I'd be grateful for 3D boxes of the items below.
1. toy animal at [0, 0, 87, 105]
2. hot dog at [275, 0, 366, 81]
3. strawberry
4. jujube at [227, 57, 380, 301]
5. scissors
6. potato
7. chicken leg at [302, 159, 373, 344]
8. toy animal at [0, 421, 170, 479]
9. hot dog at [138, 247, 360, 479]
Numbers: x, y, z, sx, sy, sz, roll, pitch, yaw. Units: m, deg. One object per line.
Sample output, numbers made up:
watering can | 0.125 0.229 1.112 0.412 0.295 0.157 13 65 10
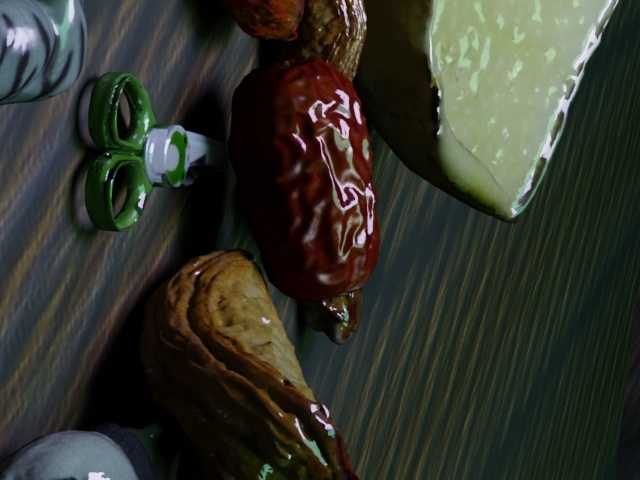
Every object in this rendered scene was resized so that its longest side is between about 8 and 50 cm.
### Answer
toy animal | -0.184 -0.115 0.856 0.255 0.090 0.170 -55 149 -52
hot dog | -0.005 -0.166 1.373 0.099 0.065 0.147 -155 -118 -70
strawberry | -0.042 -0.233 1.263 0.121 0.082 0.188 100 -8 -68
jujube | -0.013 -0.043 1.254 0.112 0.109 0.176 -24 107 -59
scissors | -0.107 -0.058 1.167 0.204 0.027 0.101 -6 101 -72
potato | 0.101 -0.219 1.534 0.280 0.213 0.330 35 75 -51
chicken leg | -0.002 -0.002 1.423 0.107 0.087 0.251 -53 153 -29
toy animal | -0.141 0.169 1.035 0.225 0.094 0.121 -15 99 -69
hot dog | -0.060 0.113 1.181 0.259 0.114 0.175 -122 -167 -59
